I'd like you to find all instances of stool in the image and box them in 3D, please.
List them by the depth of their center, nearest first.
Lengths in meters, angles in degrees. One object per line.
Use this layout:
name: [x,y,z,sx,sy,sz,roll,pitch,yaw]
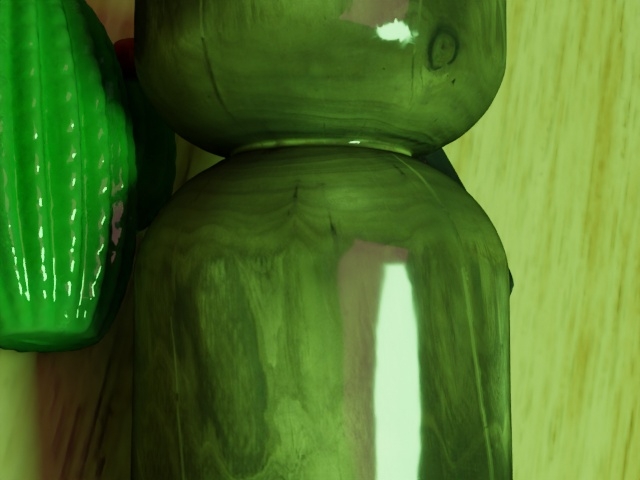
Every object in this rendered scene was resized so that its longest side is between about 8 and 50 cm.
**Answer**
stool: [0.000,0.000,0.725,0.179,0.179,0.264,4,83,-33]

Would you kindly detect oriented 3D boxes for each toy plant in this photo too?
toy plant: [-0.132,-0.060,0.760,0.154,0.088,0.240,39,47,-33]

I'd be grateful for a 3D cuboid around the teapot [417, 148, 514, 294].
teapot: [0.053,-0.004,0.873,0.177,0.087,0.096,62,24,-2]
